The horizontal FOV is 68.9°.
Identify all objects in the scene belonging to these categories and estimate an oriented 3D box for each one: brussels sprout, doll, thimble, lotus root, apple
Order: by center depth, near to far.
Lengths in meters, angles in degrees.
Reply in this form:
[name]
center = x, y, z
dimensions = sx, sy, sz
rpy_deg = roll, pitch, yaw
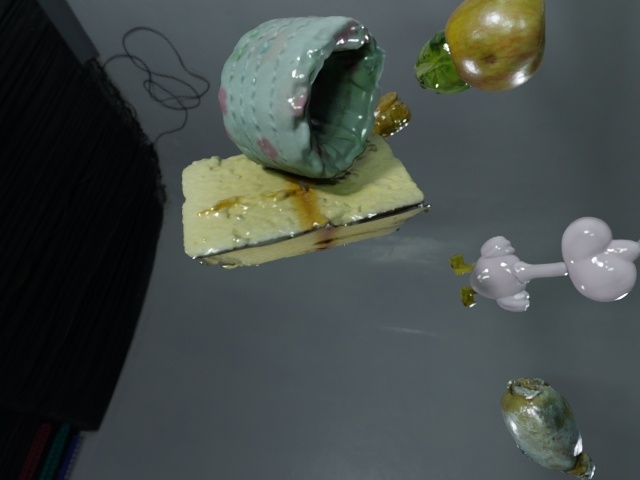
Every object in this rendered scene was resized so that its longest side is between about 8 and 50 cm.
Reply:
[lotus root]
center = 0.287, 0.244, 0.598
dimensions = 0.088, 0.088, 0.165
rpy_deg = -22, 111, 45
[thimble]
center = -0.018, -0.194, 0.609
dimensions = 0.149, 0.211, 0.185
rpy_deg = 20, 162, 35
[doll]
center = 0.426, 0.053, 0.892
dimensions = 0.365, 0.160, 0.094
rpy_deg = -18, -179, 38
[apple]
center = 0.453, -0.524, 1.218
dimensions = 0.265, 0.264, 0.264
rpy_deg = 8, 152, 4
[brussels sprout]
center = 0.444, -0.619, 1.635
dimensions = 0.210, 0.219, 0.271
rpy_deg = -8, -177, -35

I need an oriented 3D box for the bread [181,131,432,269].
[bread]
center = 0.000, 0.000, 0.780
dimensions = 0.346, 0.242, 0.404
rpy_deg = -19, 142, -5

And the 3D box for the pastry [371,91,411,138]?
[pastry]
center = 0.243, -0.476, 1.870
dimensions = 0.132, 0.235, 0.240
rpy_deg = 47, 174, -16
